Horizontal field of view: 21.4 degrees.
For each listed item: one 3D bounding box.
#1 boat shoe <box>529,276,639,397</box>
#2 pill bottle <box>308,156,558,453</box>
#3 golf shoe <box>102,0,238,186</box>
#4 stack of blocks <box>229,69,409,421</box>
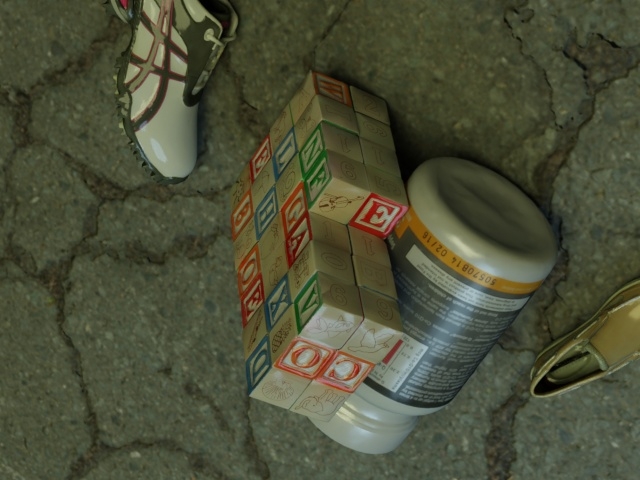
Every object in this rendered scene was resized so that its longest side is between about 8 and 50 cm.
[{"bbox_3d":[0.278,0.100,1.624,0.068,0.072,0.190,48,121,1],"label":"boat shoe"},{"bbox_3d":[0.094,0.068,1.646,0.162,0.162,0.278,38,120,7],"label":"pill bottle"},{"bbox_3d":[-0.144,-0.184,1.696,0.120,0.105,0.272,0,110,17],"label":"golf shoe"},{"bbox_3d":[0.000,0.000,1.586,0.087,0.297,0.171,21,125,-24],"label":"stack of blocks"}]
